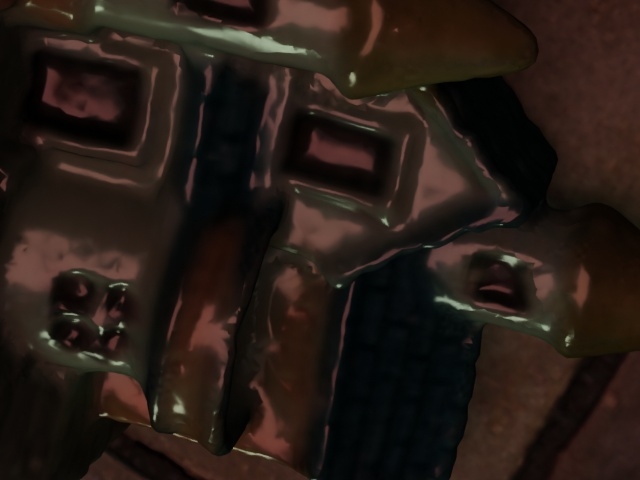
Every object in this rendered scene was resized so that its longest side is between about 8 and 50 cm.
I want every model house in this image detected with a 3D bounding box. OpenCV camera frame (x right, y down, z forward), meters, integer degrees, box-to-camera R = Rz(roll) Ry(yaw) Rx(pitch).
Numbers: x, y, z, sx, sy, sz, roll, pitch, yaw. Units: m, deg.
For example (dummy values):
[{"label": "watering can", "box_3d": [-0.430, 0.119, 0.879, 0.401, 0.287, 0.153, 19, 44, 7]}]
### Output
[{"label": "model house", "box_3d": [0.000, 0.000, 0.631, 0.325, 0.194, 0.267, 14, 106, 8]}]
